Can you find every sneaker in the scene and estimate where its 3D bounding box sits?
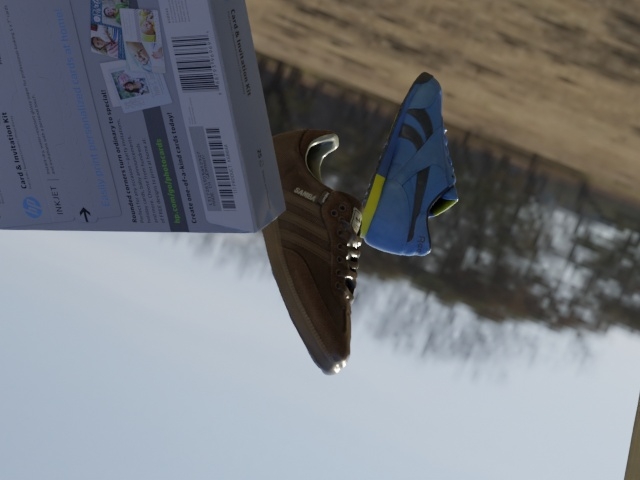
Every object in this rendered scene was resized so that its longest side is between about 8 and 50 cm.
[{"bbox_3d":[0.000,0.000,1.059,0.066,0.071,0.188,57,-167,-64],"label":"sneaker"},{"bbox_3d":[0.093,-0.068,1.403,0.082,0.209,0.069,19,142,1],"label":"sneaker"}]

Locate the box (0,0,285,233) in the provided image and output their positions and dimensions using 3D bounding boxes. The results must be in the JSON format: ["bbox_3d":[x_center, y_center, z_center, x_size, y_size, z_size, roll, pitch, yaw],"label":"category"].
[{"bbox_3d":[-0.119,-0.077,0.837,0.186,0.145,0.038,0,-158,29],"label":"box"}]

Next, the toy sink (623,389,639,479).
[{"bbox_3d":[0.309,0.245,1.219,0.131,0.234,0.153,7,137,16],"label":"toy sink"}]
